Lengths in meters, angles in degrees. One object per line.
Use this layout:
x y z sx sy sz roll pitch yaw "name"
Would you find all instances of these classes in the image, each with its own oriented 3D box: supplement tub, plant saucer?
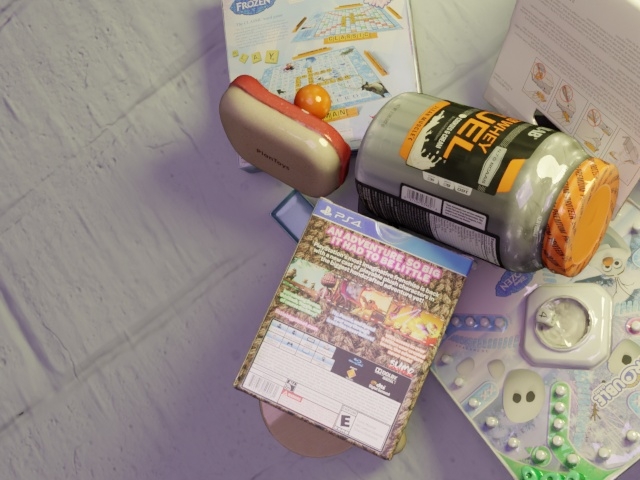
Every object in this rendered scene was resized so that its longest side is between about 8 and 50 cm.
0.221 -0.076 0.995 0.316 0.193 0.194 24 92 33 "supplement tub"
0.000 0.000 1.227 0.067 0.018 0.192 -45 78 7 "plant saucer"

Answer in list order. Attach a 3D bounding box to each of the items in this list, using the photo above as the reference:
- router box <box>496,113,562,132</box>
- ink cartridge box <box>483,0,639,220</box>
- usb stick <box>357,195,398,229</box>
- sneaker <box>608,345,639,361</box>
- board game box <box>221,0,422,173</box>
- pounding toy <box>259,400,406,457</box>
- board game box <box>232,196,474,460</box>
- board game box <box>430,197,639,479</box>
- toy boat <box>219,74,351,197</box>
0.280 -0.124 1.115 0.179 0.046 0.133 9 81 34 "router box"
0.362 -0.219 0.972 0.066 0.261 0.296 -19 54 -24 "ink cartridge box"
0.088 0.023 1.167 0.077 0.045 0.278 -4 76 37 "usb stick"
0.525 0.274 1.015 0.384 0.145 0.147 34 99 18 "sneaker"
0.004 -0.293 1.221 0.318 0.066 0.318 -7 85 14 "board game box"
0.020 0.245 1.170 0.236 0.110 0.183 6 86 -4 "pounding toy"
0.052 0.125 1.038 0.232 0.141 0.291 23 80 12 "board game box"
0.343 0.116 1.033 0.390 0.050 0.390 -43 52 7 "board game box"
-0.040 -0.184 1.136 0.231 0.151 0.151 31 65 13 "toy boat"
